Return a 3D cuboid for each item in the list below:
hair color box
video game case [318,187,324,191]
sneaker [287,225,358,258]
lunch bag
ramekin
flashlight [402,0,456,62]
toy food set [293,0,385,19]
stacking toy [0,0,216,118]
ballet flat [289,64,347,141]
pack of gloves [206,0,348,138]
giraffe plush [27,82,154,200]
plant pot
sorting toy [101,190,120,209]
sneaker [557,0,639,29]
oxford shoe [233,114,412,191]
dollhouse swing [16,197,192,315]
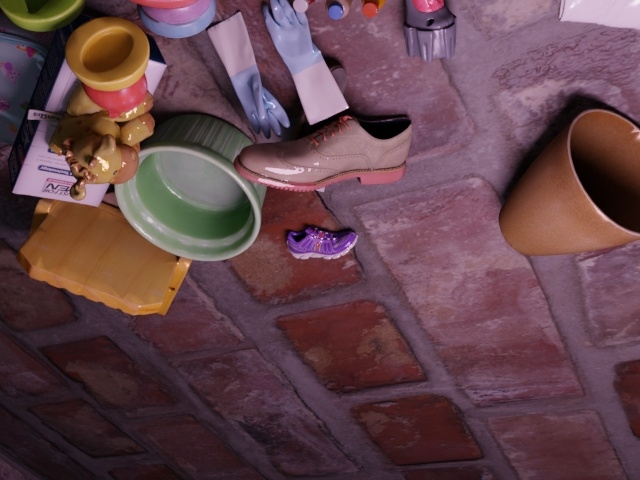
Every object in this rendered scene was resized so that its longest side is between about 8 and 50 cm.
[{"bbox_3d":[-0.444,-0.234,1.227,0.174,0.105,0.347,10,127,-40],"label":"hair color box"},{"bbox_3d":[-0.045,-0.150,1.373,0.122,0.011,0.087,14,135,1],"label":"video game case"},{"bbox_3d":[0.000,0.000,1.472,0.170,0.068,0.071,-6,126,21],"label":"sneaker"},{"bbox_3d":[-0.595,-0.304,1.299,0.224,0.107,0.279,14,135,1],"label":"lunch bag"},{"bbox_3d":[-0.255,-0.114,1.367,0.304,0.148,0.303,8,135,8],"label":"ramekin"},{"bbox_3d":[0.166,-0.420,0.986,0.103,0.103,0.304,-2,132,13],"label":"flashlight"},{"bbox_3d":[-0.008,-0.425,1.023,0.232,0.104,0.111,35,132,-20],"label":"toy food set"},{"bbox_3d":[-0.336,-0.370,1.065,0.280,0.309,0.130,31,159,8],"label":"stacking toy"},{"bbox_3d":[-0.018,-0.235,1.248,0.058,0.084,0.249,53,142,24],"label":"ballet flat"},{"bbox_3d":[-0.086,-0.298,1.151,0.195,0.046,0.232,-18,104,31],"label":"pack of gloves"},{"bbox_3d":[-0.376,-0.165,1.122,0.210,0.170,0.181,-11,139,-23],"label":"giraffe plush"},{"bbox_3d":[0.449,-0.072,1.190,0.237,0.237,0.254,29,149,-14],"label":"plant pot"},{"bbox_3d":[-0.424,-0.051,1.560,0.208,0.038,0.193,-13,129,20],"label":"sorting toy"},{"bbox_3d":[0.415,-0.428,0.906,0.169,0.108,0.292,5,136,6],"label":"sneaker"},{"bbox_3d":[0.011,-0.176,1.195,0.348,0.123,0.130,-9,133,-28],"label":"oxford shoe"},{"bbox_3d":[-0.499,0.089,1.469,0.347,0.305,0.315,23,132,-13],"label":"dollhouse swing"}]
